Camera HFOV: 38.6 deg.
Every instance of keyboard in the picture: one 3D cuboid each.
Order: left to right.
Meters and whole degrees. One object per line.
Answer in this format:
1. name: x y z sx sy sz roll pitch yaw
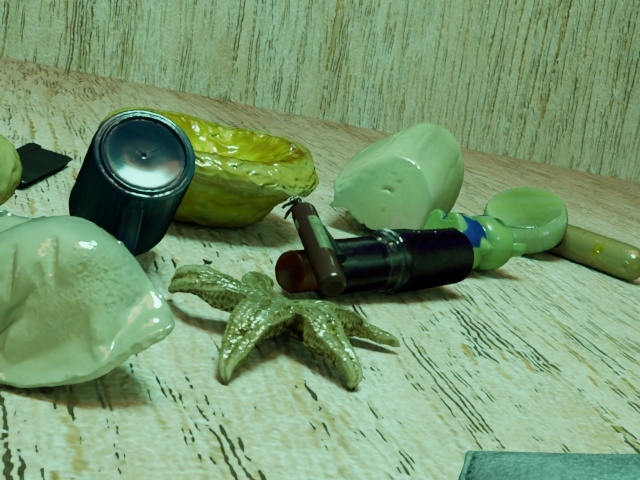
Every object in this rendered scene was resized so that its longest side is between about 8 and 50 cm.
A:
1. keyboard: -0.421 -0.106 1.311 0.072 0.023 0.231 19 13 -4

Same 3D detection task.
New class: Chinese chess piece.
1. Chinese chess piece: 0.352 -0.034 1.570 0.144 0.058 0.144 -6 33 4

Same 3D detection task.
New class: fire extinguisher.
1. fire extinguisher: 0.000 0.000 0.978 0.049 0.035 0.173 -1 35 -17

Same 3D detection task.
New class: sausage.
1. sausage: 0.430 0.000 1.603 0.301 0.065 0.066 25 17 38

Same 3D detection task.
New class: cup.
1. cup: -0.194 -0.045 0.967 0.113 0.150 0.138 -16 -16 -28

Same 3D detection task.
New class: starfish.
1. starfish: -0.035 0.076 0.865 0.236 0.062 0.277 18 8 -1

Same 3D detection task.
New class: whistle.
1. whistle: 0.197 0.001 1.313 0.227 0.085 0.105 3 7 -37

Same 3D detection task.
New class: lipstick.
1. lipstick: 0.069 0.026 1.087 0.300 0.081 0.081 -3 20 -43

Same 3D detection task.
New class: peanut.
1. peanut: -0.418 -0.096 1.071 0.101 0.117 0.263 -18 29 -25

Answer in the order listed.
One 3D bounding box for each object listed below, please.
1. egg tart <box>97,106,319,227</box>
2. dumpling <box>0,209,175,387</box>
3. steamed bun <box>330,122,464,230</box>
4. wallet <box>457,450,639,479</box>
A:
1. egg tart: -0.157 -0.091 1.269 0.319 0.128 0.319 13 15 -3
2. dumpling: -0.211 0.048 0.685 0.181 0.111 0.155 8 39 45
3. steamed bun: 0.124 -0.075 1.470 0.200 0.170 0.225 -16 14 32
4. wallet: 0.126 0.167 0.430 0.167 0.036 0.222 -6 18 22
